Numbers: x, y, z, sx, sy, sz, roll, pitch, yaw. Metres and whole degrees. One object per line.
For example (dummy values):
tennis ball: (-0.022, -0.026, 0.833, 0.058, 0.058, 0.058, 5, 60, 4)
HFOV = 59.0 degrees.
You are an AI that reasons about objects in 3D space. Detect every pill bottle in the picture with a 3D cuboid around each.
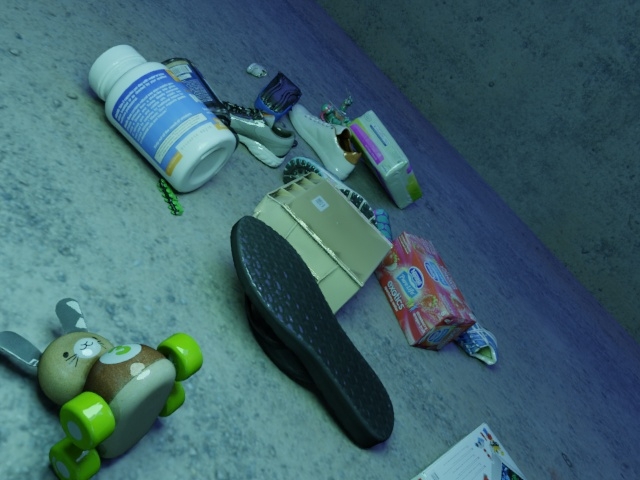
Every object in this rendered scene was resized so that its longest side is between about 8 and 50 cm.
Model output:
pill bottle: (-0.302, -0.234, 1.063, 0.272, 0.152, 0.152, 46, 27, 6)
pill bottle: (-0.268, -0.272, 1.201, 0.219, 0.123, 0.122, 54, 28, 17)

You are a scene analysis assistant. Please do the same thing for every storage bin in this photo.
storage bin: (0.000, 0.000, 1.196, 0.260, 0.123, 0.262, 45, 27, 3)

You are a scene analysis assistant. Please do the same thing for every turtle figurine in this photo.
turtle figurine: (0.075, -0.397, 1.869, 0.234, 0.118, 0.175, 44, 37, -37)

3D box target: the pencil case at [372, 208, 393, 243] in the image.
pencil case: (0.157, -0.022, 1.510, 0.070, 0.064, 0.152, 50, 22, -27)

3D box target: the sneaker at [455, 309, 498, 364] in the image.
sneaker: (0.380, 0.238, 1.440, 0.211, 0.080, 0.081, 35, 25, -16)

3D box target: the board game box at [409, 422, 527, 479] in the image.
board game box: (0.290, 0.464, 1.023, 0.305, 0.053, 0.193, 0, 50, -55)

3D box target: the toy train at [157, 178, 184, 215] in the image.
toy train: (-0.275, -0.080, 1.038, 0.083, 0.017, 0.023, 57, 20, 23)

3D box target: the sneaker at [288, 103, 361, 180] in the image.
sneaker: (0.022, -0.322, 1.682, 0.290, 0.123, 0.105, 52, 30, 17)

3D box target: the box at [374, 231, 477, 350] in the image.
box: (0.242, 0.120, 1.358, 0.122, 0.128, 0.257, 19, 37, -41)

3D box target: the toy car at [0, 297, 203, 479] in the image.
toy car: (-0.260, 0.139, 0.632, 0.188, 0.149, 0.155, 39, 35, 14)

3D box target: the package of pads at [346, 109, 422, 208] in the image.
package of pads: (0.199, -0.246, 1.753, 0.229, 0.101, 0.296, 58, 6, 24)

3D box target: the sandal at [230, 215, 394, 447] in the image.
sandal: (-0.038, 0.166, 0.955, 0.446, 0.107, 0.167, 57, 25, -3)

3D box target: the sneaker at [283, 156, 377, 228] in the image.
sneaker: (0.040, -0.120, 1.439, 0.283, 0.110, 0.122, 42, 23, -5)

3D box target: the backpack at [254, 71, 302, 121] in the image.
backpack: (-0.125, -0.393, 1.603, 0.098, 0.101, 0.120, 38, 59, -4)

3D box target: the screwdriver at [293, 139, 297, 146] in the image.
screwdriver: (-0.121, -0.262, 1.519, 0.169, 0.025, 0.024, -12, 61, -49)

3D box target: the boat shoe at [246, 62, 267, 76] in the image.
boat shoe: (-0.195, -0.527, 1.764, 0.035, 0.035, 0.100, 44, 20, 5)

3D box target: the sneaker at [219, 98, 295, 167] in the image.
sneaker: (-0.181, -0.289, 1.366, 0.271, 0.108, 0.100, 29, 33, -26)
